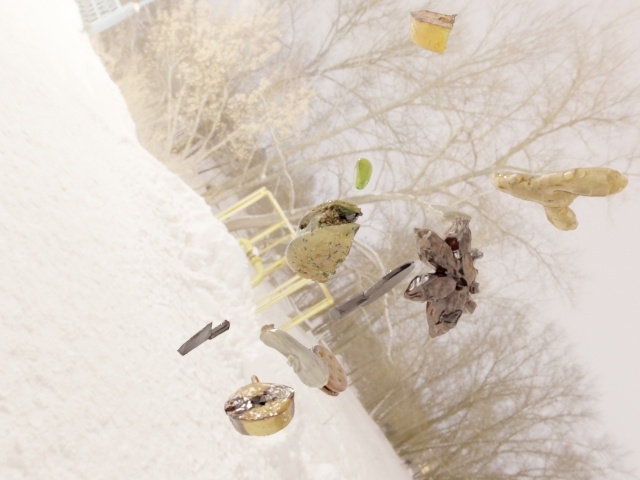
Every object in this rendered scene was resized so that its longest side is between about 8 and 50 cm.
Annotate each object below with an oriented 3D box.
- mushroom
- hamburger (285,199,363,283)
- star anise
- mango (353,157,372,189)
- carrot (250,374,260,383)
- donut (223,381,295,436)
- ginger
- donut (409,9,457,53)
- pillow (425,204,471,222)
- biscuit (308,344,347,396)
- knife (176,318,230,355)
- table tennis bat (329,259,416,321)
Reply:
[{"bbox_3d":[-0.084,0.363,1.453,0.278,0.099,0.096,38,-27,15],"label":"mushroom"},{"bbox_3d":[0.000,0.000,1.438,0.288,0.192,0.168,121,-22,-43],"label":"hamburger"},{"bbox_3d":[0.258,0.066,0.918,0.098,0.214,0.220,-3,-67,56],"label":"star anise"},{"bbox_3d":[0.124,-0.196,1.358,0.073,0.056,0.108,102,4,-53],"label":"mango"},{"bbox_3d":[-0.175,0.444,1.324,0.037,0.037,0.190,61,-11,-31],"label":"carrot"},{"bbox_3d":[-0.149,0.426,1.147,0.166,0.183,0.074,-42,123,-69],"label":"donut"},{"bbox_3d":[0.767,-0.175,1.526,0.347,0.122,0.363,24,-11,9],"label":"ginger"},{"bbox_3d":[0.363,-0.708,1.513,0.259,0.152,0.101,-62,167,-49],"label":"donut"},{"bbox_3d":[0.498,-0.104,1.785,0.208,0.119,0.053,-126,-132,-73],"label":"pillow"},{"bbox_3d":[0.020,0.515,1.808,0.220,0.066,0.220,46,14,-16],"label":"biscuit"},{"bbox_3d":[-0.308,0.250,1.208,0.028,0.060,0.230,21,17,17],"label":"knife"},{"bbox_3d":[0.113,0.107,0.952,0.027,0.236,0.150,53,-38,18],"label":"table tennis bat"}]
